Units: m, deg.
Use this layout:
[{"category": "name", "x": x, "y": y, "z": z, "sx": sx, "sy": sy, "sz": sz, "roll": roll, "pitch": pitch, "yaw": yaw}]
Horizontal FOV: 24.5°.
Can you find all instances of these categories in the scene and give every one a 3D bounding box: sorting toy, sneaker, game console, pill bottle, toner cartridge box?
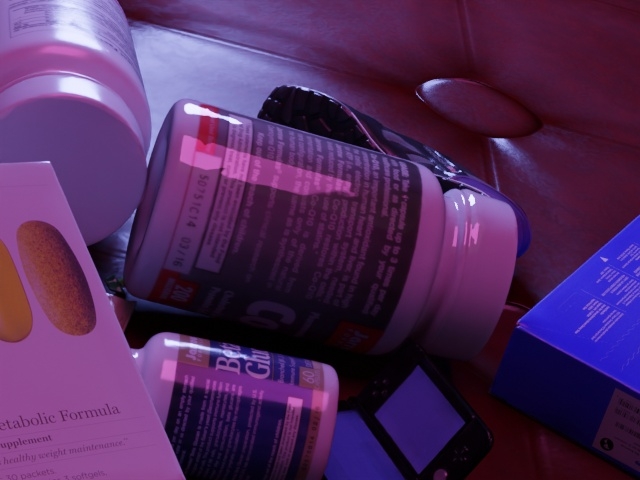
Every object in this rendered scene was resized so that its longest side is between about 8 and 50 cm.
[{"category": "sorting toy", "x": -0.176, "y": 0.045, "z": 1.155, "sx": 0.062, "sy": 0.012, "sz": 0.083, "roll": 16, "pitch": 29, "yaw": -1}, {"category": "sneaker", "x": 0.068, "y": -0.052, "z": 1.394, "sx": 0.283, "sy": 0.107, "sz": 0.124, "roll": 34, "pitch": 18, "yaw": 20}, {"category": "game console", "x": 0.045, "y": 0.135, "z": 1.064, "sx": 0.071, "sy": 0.107, "sz": 0.122, "roll": 30, "pitch": 15, "yaw": -43}, {"category": "pill bottle", "x": -0.079, "y": 0.114, "z": 1.003, "sx": 0.169, "sy": 0.094, "sz": 0.094, "roll": 12, "pitch": 29, "yaw": -9}, {"category": "pill bottle", "x": -0.226, "y": -0.116, "z": 1.237, "sx": 0.160, "sy": 0.160, "sz": 0.283, "roll": 8, "pitch": 27, "yaw": -17}, {"category": "toner cartridge box", "x": 0.298, "y": 0.078, "z": 1.290, "sx": 0.165, "sy": 0.075, "sz": 0.348, "roll": 30, "pitch": 32, "yaw": 20}, {"category": "pill bottle", "x": 0.000, "y": 0.000, "z": 1.169, "sx": 0.283, "sy": 0.161, "sz": 0.161, "roll": 15, "pitch": 29, "yaw": -12}]

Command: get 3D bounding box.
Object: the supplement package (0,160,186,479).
[{"category": "supplement package", "x": -0.202, "y": 0.086, "z": 0.881, "sx": 0.139, "sy": 0.134, "sz": 0.244, "roll": -6, "pitch": 54, "yaw": -35}]
